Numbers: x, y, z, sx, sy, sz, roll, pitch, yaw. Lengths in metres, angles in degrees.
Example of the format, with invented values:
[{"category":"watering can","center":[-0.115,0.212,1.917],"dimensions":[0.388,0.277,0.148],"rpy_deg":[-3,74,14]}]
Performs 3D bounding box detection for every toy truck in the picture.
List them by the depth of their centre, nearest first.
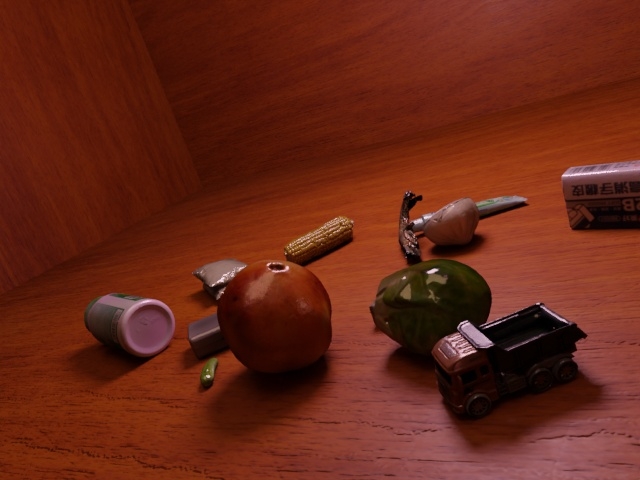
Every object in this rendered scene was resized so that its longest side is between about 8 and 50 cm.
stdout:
[{"category":"toy truck","center":[0.245,0.150,0.672],"dimensions":[0.192,0.092,0.083],"rpy_deg":[-21,18,-4]}]

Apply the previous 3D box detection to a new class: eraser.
[{"category":"eraser","center":[0.598,-0.090,0.996],"dimensions":[0.210,0.124,0.068],"rpy_deg":[1,25,47]}]

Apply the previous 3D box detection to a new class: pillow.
[{"category":"pillow","center":[-0.267,0.100,1.410],"dimensions":[0.134,0.077,0.181],"rpy_deg":[-25,19,-21]}]

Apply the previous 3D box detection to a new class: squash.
[{"category":"squash","center":[-0.213,0.249,0.972],"dimensions":[0.027,0.027,0.089],"rpy_deg":[-19,15,1]}]

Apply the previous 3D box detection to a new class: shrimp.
[{"category":"shrimp","center":[0.219,-0.039,1.228],"dimensions":[0.046,0.152,0.219],"rpy_deg":[5,26,0]}]

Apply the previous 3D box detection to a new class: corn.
[{"category":"corn","center":[0.000,0.000,1.440],"dimensions":[0.238,0.080,0.080],"rpy_deg":[-30,20,-23]}]

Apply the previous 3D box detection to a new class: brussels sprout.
[{"category":"brussels sprout","center":[0.181,0.104,0.813],"dimensions":[0.181,0.144,0.161],"rpy_deg":[14,76,37]}]

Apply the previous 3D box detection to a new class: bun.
[{"category":"bun","center":[0.315,-0.029,1.180],"dimensions":[0.138,0.094,0.138],"rpy_deg":[-29,-16,-9]}]

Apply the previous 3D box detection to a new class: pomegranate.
[{"category":"pomegranate","center":[-0.079,0.134,0.894],"dimensions":[0.209,0.208,0.209],"rpy_deg":[-17,17,5]}]

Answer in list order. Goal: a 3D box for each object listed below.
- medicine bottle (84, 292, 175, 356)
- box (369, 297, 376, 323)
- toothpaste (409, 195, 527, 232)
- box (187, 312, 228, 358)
[{"category":"medicine bottle","center":[-0.474,0.197,1.232],"dimensions":[0.274,0.133,0.133],"rpy_deg":[1,26,46]},{"category":"box","center":[0.146,0.124,0.942],"dimensions":[0.098,0.044,0.062],"rpy_deg":[-8,20,36]},{"category":"toothpaste","center":[0.379,-0.072,1.320],"dimensions":[0.297,0.048,0.075],"rpy_deg":[-15,12,1]},{"category":"box","center":[-0.165,0.173,1.108],"dimensions":[0.244,0.055,0.103],"rpy_deg":[-22,17,-10]}]
